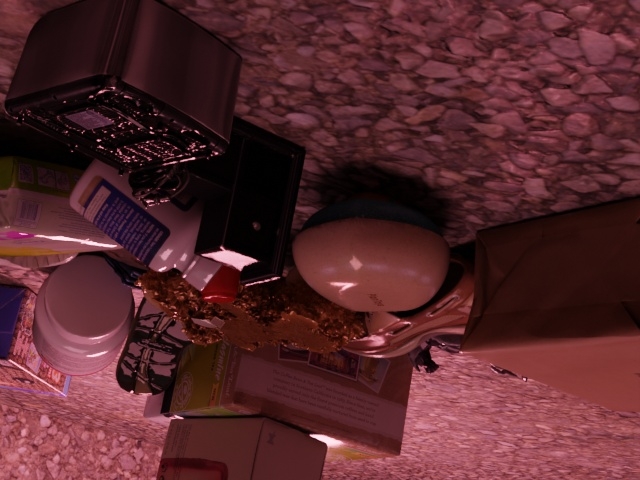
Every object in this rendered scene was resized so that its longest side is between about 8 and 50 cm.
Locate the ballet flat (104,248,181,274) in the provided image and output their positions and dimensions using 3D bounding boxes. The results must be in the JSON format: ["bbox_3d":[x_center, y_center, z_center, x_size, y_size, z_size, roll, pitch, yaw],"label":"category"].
[{"bbox_3d":[-0.232,0.015,1.736,0.250,0.058,0.084,28,151,-31],"label":"ballet flat"}]

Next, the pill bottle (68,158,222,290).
[{"bbox_3d":[-0.187,-0.029,1.382,0.187,0.112,0.112,38,158,-2],"label":"pill bottle"}]

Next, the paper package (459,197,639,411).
[{"bbox_3d":[0.390,0.095,1.457,0.325,0.168,0.309,22,158,-34],"label":"paper package"}]

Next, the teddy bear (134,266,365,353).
[{"bbox_3d":[-0.100,0.081,1.666,0.245,0.113,0.338,37,150,-30],"label":"teddy bear"}]

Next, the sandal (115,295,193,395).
[{"bbox_3d":[-0.248,0.131,1.901,0.120,0.086,0.303,26,126,-16],"label":"sandal"}]

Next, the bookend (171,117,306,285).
[{"bbox_3d":[-0.110,-0.051,1.308,0.157,0.156,0.072,23,157,-31],"label":"bookend"}]

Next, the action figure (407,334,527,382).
[{"bbox_3d":[0.189,0.153,1.843,0.285,0.099,0.185,9,167,13],"label":"action figure"}]

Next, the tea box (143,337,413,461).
[{"bbox_3d":[-0.069,0.230,2.001,0.329,0.220,0.323,21,157,-28],"label":"tea box"}]

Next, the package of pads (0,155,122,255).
[{"bbox_3d":[-0.415,-0.038,1.520,0.296,0.101,0.229,-2,174,32],"label":"package of pads"}]

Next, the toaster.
[{"bbox_3d":[-0.182,-0.146,1.138,0.186,0.110,0.168,-7,156,42],"label":"toaster"}]

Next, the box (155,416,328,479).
[{"bbox_3d":[-0.128,0.361,1.878,0.232,0.126,0.149,-9,151,45],"label":"box"}]

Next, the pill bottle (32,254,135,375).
[{"bbox_3d":[-0.392,0.125,1.959,0.160,0.160,0.283,14,161,-11],"label":"pill bottle"}]

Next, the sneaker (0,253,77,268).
[{"bbox_3d":[-0.440,0.000,1.770,0.235,0.090,0.095,3,173,31],"label":"sneaker"}]

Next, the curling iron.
[{"bbox_3d":[-0.254,-0.106,1.296,0.274,0.068,0.035,25,167,30],"label":"curling iron"}]

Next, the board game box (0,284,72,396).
[{"bbox_3d":[-0.632,0.189,2.300,0.232,0.141,0.291,6,161,13],"label":"board game box"}]

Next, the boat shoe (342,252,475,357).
[{"bbox_3d":[0.119,0.080,1.651,0.324,0.123,0.116,-21,141,41],"label":"boat shoe"}]

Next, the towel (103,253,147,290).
[{"bbox_3d":[-0.284,0.047,1.806,0.067,0.029,0.119,20,-174,-30],"label":"towel"}]

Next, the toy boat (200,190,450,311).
[{"bbox_3d":[0.000,0.000,1.461,0.318,0.148,0.267,0,165,8],"label":"toy boat"}]
